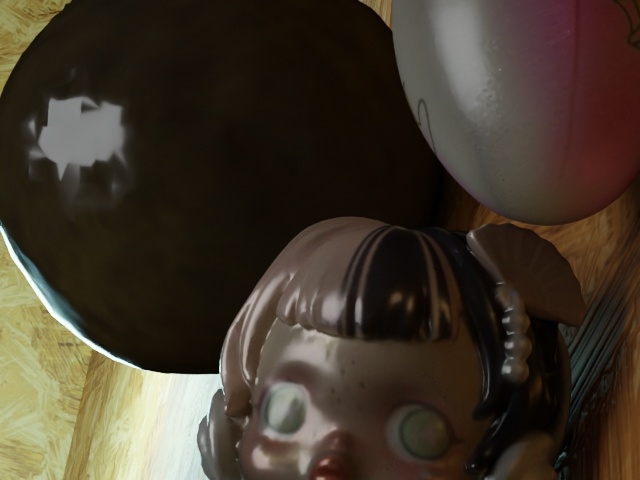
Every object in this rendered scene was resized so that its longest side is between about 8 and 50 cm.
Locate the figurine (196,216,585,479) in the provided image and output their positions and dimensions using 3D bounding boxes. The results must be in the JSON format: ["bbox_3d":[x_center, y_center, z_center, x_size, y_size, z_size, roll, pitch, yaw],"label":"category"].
[{"bbox_3d":[0.029,0.159,1.265,0.211,0.253,0.361,28,-109,-86],"label":"figurine"}]

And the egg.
[{"bbox_3d":[0.141,-0.132,1.246,0.196,0.196,0.271,131,145,-62],"label":"egg"}]

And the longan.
[{"bbox_3d":[-0.099,-0.068,1.722,0.436,0.404,0.404,168,118,-78],"label":"longan"}]
